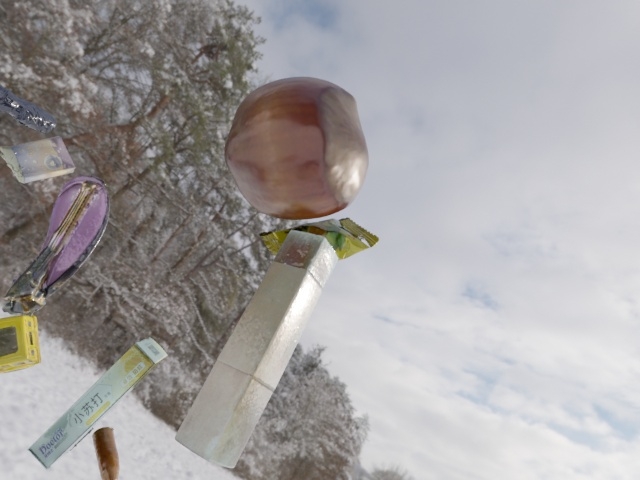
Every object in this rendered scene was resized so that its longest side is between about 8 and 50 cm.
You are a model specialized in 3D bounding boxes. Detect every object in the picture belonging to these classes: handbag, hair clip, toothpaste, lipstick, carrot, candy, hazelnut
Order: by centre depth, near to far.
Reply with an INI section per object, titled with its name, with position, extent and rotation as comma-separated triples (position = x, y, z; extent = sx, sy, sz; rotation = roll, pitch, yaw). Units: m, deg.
[lipstick]
position = -0.089, 0.157, 0.702
extent = 0.080, 0.371, 0.076
rotation = 13, -27, 32
[toothpaste]
position = -0.477, 0.344, 0.949
extent = 0.071, 0.313, 0.089
rotation = 46, -2, 1
[carrot]
position = -0.466, 0.477, 0.966
extent = 0.139, 0.048, 0.048
rotation = 42, -12, 45
[hair clip]
position = -0.585, 0.005, 0.997
extent = 0.110, 0.358, 0.095
rotation = 7, -30, 26
[hazelnut]
position = -0.055, -0.225, 1.099
extent = 0.366, 0.365, 0.365
rotation = 26, -26, 14
[candy]
position = 0.000, 0.000, 1.207
extent = 0.187, 0.298, 0.081
rotation = 44, -40, 48
[handbag]
position = -0.852, -0.240, 1.322
extent = 0.095, 0.173, 0.117
rotation = -22, -87, 49

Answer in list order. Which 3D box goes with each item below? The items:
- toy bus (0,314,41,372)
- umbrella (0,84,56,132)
[toy bus]
position = -0.867, 0.270, 1.039
extent = 0.152, 0.331, 0.144
rotation = 145, -66, -65
[umbrella]
position = -0.725, -0.315, 1.003
extent = 0.071, 0.070, 0.248
rotation = 24, -3, 17
